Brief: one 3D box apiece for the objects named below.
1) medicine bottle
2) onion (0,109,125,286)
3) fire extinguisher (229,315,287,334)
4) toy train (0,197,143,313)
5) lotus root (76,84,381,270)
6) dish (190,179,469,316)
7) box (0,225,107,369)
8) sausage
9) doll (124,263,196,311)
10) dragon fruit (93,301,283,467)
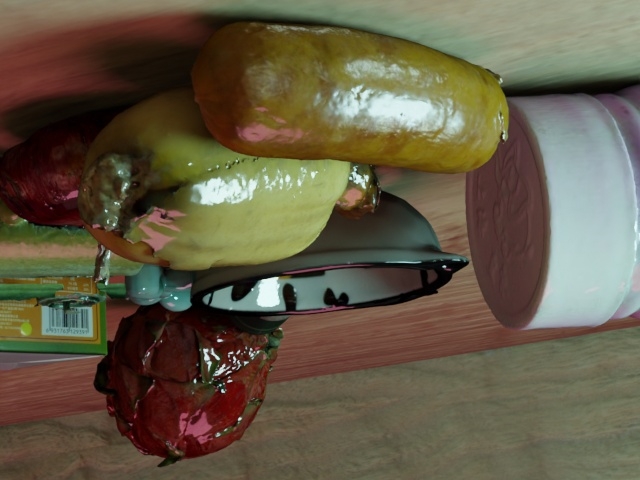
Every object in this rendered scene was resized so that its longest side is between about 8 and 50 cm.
[{"bbox_3d":[0.313,-0.035,1.166,0.325,0.212,0.212,-4,168,-11],"label":"medicine bottle"},{"bbox_3d":[-0.188,-0.031,1.086,0.150,0.140,0.150,-14,178,-1],"label":"onion"},{"bbox_3d":[-0.057,0.053,1.693,0.118,0.093,0.294,-30,175,-17],"label":"fire extinguisher"},{"bbox_3d":[-0.295,0.009,1.211,0.307,0.126,0.189,1,177,-25],"label":"toy train"},{"bbox_3d":[-0.075,-0.050,1.018,0.303,0.131,0.146,-8,138,-50],"label":"lotus root"},{"bbox_3d":[0.000,0.000,1.382,0.303,0.120,0.303,-6,168,-1],"label":"dish"},{"bbox_3d":[-0.359,0.059,1.410,0.177,0.148,0.195,-11,168,40],"label":"box"},{"bbox_3d":[0.028,-0.102,0.965,0.270,0.109,0.109,3,165,-41],"label":"sausage"},{"bbox_3d":[-0.189,0.054,1.692,0.159,0.059,0.158,-10,167,12],"label":"doll"},{"bbox_3d":[-0.188,0.190,1.904,0.299,0.244,0.244,-37,155,26],"label":"dragon fruit"}]
